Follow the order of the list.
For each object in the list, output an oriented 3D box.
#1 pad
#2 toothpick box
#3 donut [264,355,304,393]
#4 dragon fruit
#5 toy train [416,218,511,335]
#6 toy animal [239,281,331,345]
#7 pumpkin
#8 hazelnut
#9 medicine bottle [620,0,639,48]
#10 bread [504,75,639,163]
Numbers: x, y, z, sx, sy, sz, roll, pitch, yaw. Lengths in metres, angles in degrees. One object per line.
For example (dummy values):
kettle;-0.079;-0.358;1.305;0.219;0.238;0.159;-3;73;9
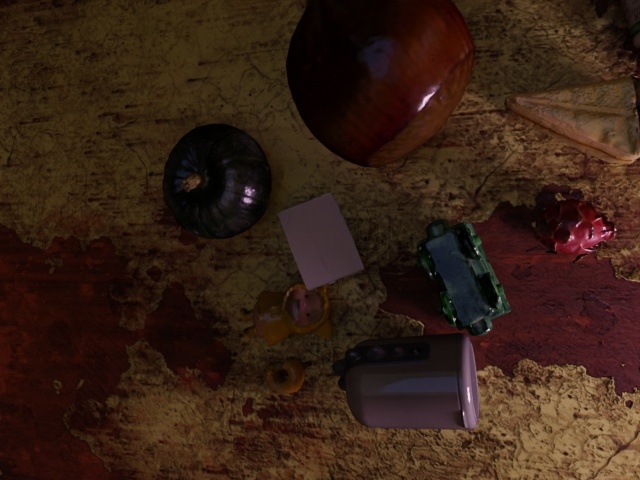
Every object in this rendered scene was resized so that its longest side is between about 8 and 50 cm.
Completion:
pad;0.000;0.000;1.417;0.156;0.004;0.232;-21;68;-3
toothpick box;0.188;0.315;1.283;0.316;0.229;0.229;-6;87;18
donut;-0.095;0.354;1.466;0.108;0.043;0.097;-25;80;20
dragon fruit;0.551;-0.031;1.234;0.165;0.136;0.133;-1;45;13
toy train;0.315;0.079;1.260;0.145;0.202;0.266;-25;81;16
toy animal;-0.087;0.187;1.424;0.229;0.156;0.156;-11;85;7
pumpkin;-0.271;-0.153;1.451;0.300;0.207;0.300;-3;84;26
hazelnut;0.123;-0.379;1.249;0.420;0.353;0.421;7;133;7
medicine bottle;0.724;-0.460;1.185;0.139;0.139;0.237;-13;85;17
bread;0.542;-0.238;1.224;0.264;0.167;0.163;-4;87;21
